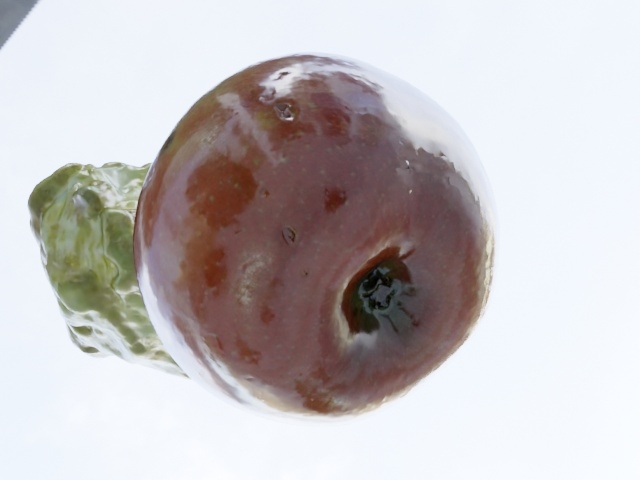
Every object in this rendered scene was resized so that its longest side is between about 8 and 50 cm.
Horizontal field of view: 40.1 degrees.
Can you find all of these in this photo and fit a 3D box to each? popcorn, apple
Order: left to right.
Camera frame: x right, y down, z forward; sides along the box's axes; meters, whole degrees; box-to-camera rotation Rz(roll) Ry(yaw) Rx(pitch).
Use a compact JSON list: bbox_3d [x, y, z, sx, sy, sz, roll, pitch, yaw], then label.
[{"bbox_3d":[-0.206,0.055,1.141,0.293,0.334,0.292,-19,-58,-61],"label":"popcorn"},{"bbox_3d":[0.000,0.000,0.824,0.348,0.277,0.349,-11,-63,-24],"label":"apple"}]
